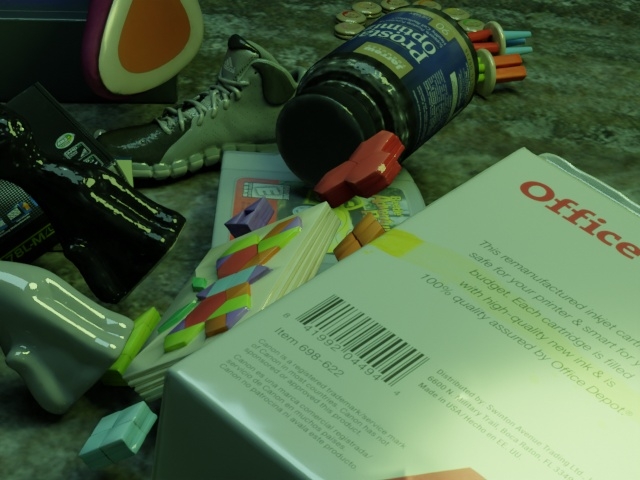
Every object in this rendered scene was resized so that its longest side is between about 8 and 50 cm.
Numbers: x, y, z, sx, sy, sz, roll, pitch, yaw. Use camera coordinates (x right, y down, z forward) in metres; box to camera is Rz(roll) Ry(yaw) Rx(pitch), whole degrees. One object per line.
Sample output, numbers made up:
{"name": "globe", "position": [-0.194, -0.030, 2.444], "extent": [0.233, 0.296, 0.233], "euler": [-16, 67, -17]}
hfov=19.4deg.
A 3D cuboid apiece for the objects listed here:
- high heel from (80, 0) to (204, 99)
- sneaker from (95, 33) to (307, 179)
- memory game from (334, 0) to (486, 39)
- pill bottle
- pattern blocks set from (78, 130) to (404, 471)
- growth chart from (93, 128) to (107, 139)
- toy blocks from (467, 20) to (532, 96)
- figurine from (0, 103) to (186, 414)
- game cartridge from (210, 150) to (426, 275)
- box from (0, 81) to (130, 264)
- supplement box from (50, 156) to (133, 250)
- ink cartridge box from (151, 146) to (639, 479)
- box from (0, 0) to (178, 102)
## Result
{"name": "high heel", "position": [-0.206, -0.247, 1.906], "extent": [0.181, 0.127, 0.377], "euler": [-12, 31, 27]}
{"name": "sneaker", "position": [-0.113, -0.139, 1.829], "extent": [0.229, 0.132, 0.086], "euler": [-9, 33, -28]}
{"name": "memory game", "position": [0.106, -0.250, 2.203], "extent": [0.186, 0.012, 0.186], "euler": [3, 28, -2]}
{"name": "pill bottle", "position": [0.051, -0.131, 1.748], "extent": [0.123, 0.122, 0.219], "euler": [17, 32, 23]}
{"name": "pattern blocks set", "position": [-0.064, 0.042, 1.439], "extent": [0.285, 0.026, 0.325], "euler": [-29, 21, 24]}
{"name": "growth chart", "position": [-0.319, -0.087, 1.834], "extent": [0.237, 0.021, 0.172], "euler": [4, 28, 0]}
{"name": "toy blocks", "position": [0.183, -0.202, 2.080], "extent": [0.148, 0.054, 0.123], "euler": [-8, 30, -22]}
{"name": "figurine", "position": [-0.237, 0.000, 1.477], "extent": [0.209, 0.092, 0.215], "euler": [38, 41, -14]}
{"name": "game cartridge", "position": [0.000, 0.000, 1.682], "extent": [0.196, 0.060, 0.294], "euler": [6, 28, -4]}
{"name": "box", "position": [-0.283, -0.041, 1.645], "extent": [0.191, 0.045, 0.184], "euler": [-35, 42, -10]}
{"name": "supplement box", "position": [-0.212, -0.034, 1.711], "extent": [0.083, 0.056, 0.083], "euler": [0, 28, -7]}
{"name": "ink cartridge box", "position": [0.119, 0.129, 1.258], "extent": [0.279, 0.160, 0.385], "euler": [35, 46, 27]}
{"name": "box", "position": [-0.287, -0.229, 2.023], "extent": [0.261, 0.103, 0.184], "euler": [0, 31, -8]}
